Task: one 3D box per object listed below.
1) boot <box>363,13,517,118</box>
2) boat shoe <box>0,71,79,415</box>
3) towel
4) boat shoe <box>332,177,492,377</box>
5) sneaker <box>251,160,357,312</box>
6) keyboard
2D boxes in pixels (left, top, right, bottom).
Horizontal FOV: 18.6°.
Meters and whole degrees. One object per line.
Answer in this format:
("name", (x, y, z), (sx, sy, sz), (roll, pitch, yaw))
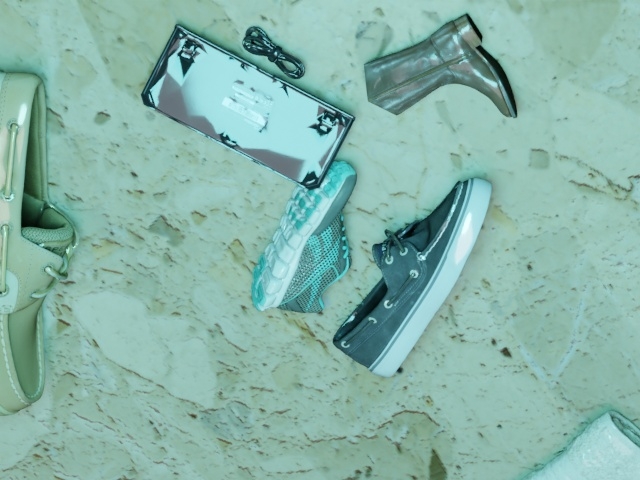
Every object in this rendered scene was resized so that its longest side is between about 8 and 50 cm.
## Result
("boot", (0.104, -0.131, 1.716), (0.114, 0.037, 0.106), (-28, 98, 17))
("boat shoe", (-0.283, 0.010, 1.794), (0.110, 0.121, 0.341), (-1, 116, 9))
("towel", (0.315, 0.309, 1.914), (0.282, 0.049, 0.187), (41, 115, -13))
("boat shoe", (0.079, 0.027, 1.786), (0.076, 0.080, 0.228), (25, 125, -7))
("sneaker", (0.000, 0.000, 1.796), (0.076, 0.065, 0.166), (17, 120, -25))
("keyboard", (-0.059, -0.131, 1.735), (0.180, 0.023, 0.108), (27, 100, -2))
